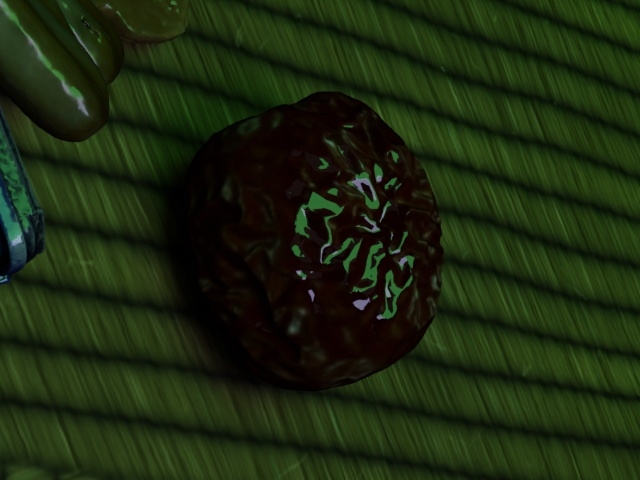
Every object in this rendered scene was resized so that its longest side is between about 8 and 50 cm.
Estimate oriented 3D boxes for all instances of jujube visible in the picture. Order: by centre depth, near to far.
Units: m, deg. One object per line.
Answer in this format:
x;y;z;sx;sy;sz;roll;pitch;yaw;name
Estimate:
0.000;0.000;1.523;0.213;0.213;0.232;-21;91;-44;jujube

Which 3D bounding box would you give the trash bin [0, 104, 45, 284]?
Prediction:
-0.327;-0.013;1.266;0.234;0.184;0.163;-20;86;-31;trash bin

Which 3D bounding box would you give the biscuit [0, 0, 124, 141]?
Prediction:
-0.247;-0.206;1.325;0.291;0.062;0.237;50;10;-18;biscuit

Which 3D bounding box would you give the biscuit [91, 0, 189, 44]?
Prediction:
-0.242;-0.303;1.508;0.376;0.051;0.269;48;51;-17;biscuit
